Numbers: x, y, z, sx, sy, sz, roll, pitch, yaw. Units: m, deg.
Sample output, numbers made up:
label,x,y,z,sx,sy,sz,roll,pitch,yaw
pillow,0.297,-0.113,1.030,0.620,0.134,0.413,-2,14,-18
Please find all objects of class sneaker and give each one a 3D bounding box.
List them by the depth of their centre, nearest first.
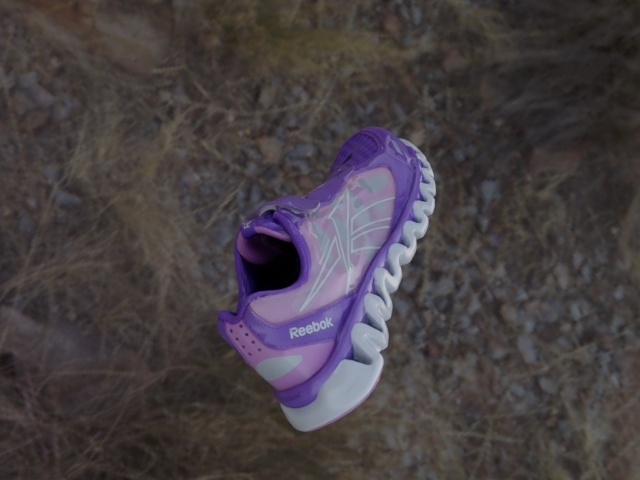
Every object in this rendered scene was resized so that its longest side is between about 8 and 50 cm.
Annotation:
label,x,y,z,sx,sy,sz,roll,pitch,yaw
sneaker,0.000,0.000,0.709,0.104,0.095,0.236,37,46,-20
